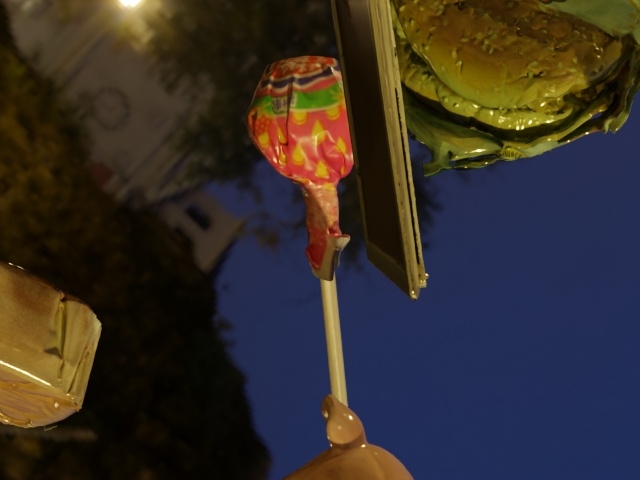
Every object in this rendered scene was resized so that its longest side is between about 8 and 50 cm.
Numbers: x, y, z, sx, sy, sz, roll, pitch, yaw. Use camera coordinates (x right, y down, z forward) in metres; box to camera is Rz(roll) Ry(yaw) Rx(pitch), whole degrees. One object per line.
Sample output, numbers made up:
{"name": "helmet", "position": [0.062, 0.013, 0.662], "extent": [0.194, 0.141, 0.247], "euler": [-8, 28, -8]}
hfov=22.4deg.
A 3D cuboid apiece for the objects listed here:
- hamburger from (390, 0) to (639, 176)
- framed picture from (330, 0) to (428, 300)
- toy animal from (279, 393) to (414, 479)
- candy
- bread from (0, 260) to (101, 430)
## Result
{"name": "hamburger", "position": [0.137, -0.144, 1.240], "extent": [0.214, 0.125, 0.235], "euler": [33, -124, 30]}
{"name": "framed picture", "position": [0.038, -0.088, 1.091], "extent": [0.019, 0.232, 0.296], "euler": [-8, -175, -3]}
{"name": "toy animal", "position": [0.001, 0.274, 1.326], "extent": [0.154, 0.166, 0.250], "euler": [-3, -134, 44]}
{"name": "candy", "position": [0.000, 0.000, 1.588], "extent": [0.124, 0.365, 0.124], "euler": [-5, -165, 1]}
{"name": "bread", "position": [-0.325, 0.089, 1.547], "extent": [0.192, 0.210, 0.109], "euler": [-32, -144, 56]}
